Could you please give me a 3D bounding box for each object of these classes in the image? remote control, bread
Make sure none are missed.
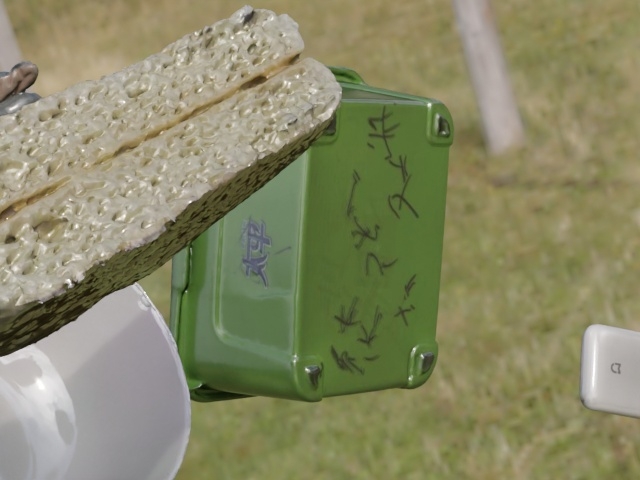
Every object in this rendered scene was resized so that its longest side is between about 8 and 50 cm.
[{"bbox_3d":[0.315,0.117,1.418,0.261,0.067,0.029,12,-16,-24],"label":"remote control"},{"bbox_3d":[-0.137,-0.021,1.058,0.337,0.102,0.183,-32,-4,-43],"label":"bread"}]

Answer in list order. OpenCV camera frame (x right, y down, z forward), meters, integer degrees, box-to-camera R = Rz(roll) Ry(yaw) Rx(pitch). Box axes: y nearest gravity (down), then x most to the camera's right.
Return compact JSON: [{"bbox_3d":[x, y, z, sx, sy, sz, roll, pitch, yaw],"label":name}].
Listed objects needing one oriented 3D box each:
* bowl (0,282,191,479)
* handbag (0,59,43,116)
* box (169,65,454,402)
[{"bbox_3d":[-0.251,0.119,1.363,0.144,0.287,0.287,-42,-2,36],"label":"bowl"},{"bbox_3d":[-0.451,-0.114,2.355,0.269,0.326,0.118,-48,52,-6],"label":"handbag"},{"bbox_3d":[0.000,0.000,1.744,0.178,0.329,0.253,12,11,41],"label":"box"}]
